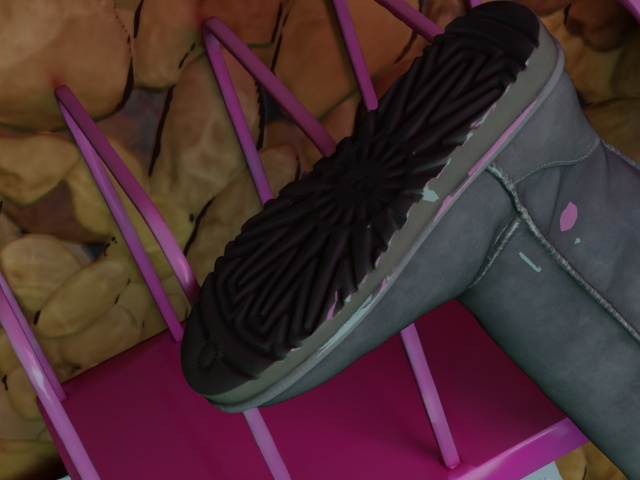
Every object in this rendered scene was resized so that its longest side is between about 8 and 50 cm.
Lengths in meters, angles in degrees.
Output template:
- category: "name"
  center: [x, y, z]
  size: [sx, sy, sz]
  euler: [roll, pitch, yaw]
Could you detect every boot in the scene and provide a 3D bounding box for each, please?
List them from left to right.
- category: "boot"
  center: [0.075, 0.037, 0.585]
  size: [0.190, 0.076, 0.208]
  euler: [-43, 129, 1]

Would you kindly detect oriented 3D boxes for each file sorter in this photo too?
- category: "file sorter"
  center: [0.000, 0.000, 0.688]
  size: [0.291, 0.202, 0.182]
  euler: [-27, 123, -10]

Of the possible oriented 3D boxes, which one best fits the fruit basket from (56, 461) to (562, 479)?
- category: "fruit basket"
  center: [0.001, 0.236, 0.858]
  size: [0.327, 0.165, 0.353]
  euler: [-24, 107, 5]
